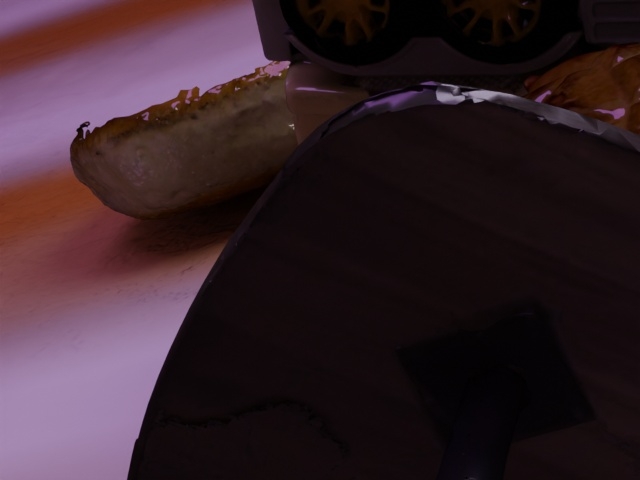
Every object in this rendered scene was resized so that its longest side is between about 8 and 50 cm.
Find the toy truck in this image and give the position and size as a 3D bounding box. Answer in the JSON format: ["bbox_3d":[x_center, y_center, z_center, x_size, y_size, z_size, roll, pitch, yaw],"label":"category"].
[{"bbox_3d":[0.174,-0.090,0.972,0.405,0.254,0.180,1,30,21],"label":"toy truck"}]

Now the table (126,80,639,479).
[{"bbox_3d":[0.056,0.184,0.454,0.317,0.317,0.249,-17,34,18],"label":"table"}]

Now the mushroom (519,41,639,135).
[{"bbox_3d":[0.117,0.030,0.810,0.253,0.153,0.253,-43,24,25],"label":"mushroom"}]

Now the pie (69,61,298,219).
[{"bbox_3d":[-0.038,-0.098,1.434,0.315,0.092,0.315,-21,7,3],"label":"pie"}]
